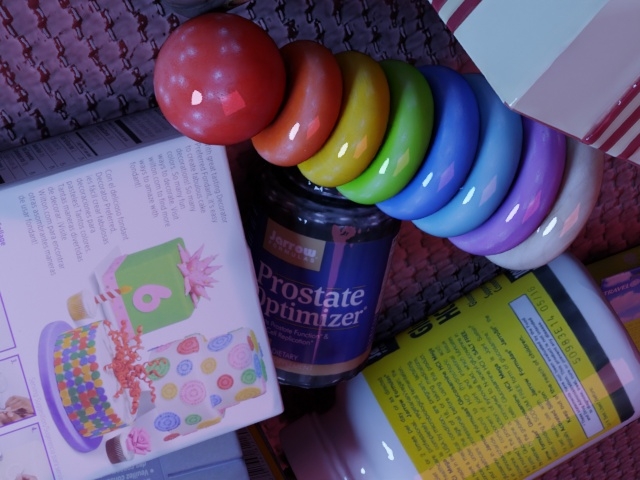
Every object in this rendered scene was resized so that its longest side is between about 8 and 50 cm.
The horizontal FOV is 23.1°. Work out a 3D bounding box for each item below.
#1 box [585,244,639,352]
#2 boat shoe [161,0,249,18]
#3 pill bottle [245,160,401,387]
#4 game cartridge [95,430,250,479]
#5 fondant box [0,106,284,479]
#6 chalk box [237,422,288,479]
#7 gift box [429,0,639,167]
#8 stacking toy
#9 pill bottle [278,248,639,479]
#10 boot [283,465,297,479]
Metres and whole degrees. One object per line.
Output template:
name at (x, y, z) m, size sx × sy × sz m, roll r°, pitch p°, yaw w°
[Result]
box at (0.321, 0.067, 1.648) m, size 0.109 × 0.042 × 0.178 m, roll -20°, pitch 143°, yaw -14°
boat shoe at (0.032, -0.247, 1.026) m, size 0.342 × 0.123 × 0.123 m, roll -30°, pitch 152°, yaw 7°
pill bottle at (0.000, 0.000, 1.271) m, size 0.123 × 0.123 × 0.219 m, roll -7°, pitch 125°, yaw -28°
game cartridge at (-0.238, 0.189, 1.267) m, size 0.355 × 0.230 × 0.068 m, roll -11°, pitch 173°, yaw -23°
fondant box at (-0.213, 0.060, 1.152) m, size 0.330 × 0.096 × 0.238 m, roll -17°, pitch 112°, yaw -14°
chalk box at (-0.162, 0.301, 1.488) m, size 0.179 × 0.180 × 0.289 m, roll -4°, pitch 136°, yaw -31°
gift box at (0.241, -0.207, 1.083) m, size 0.255 × 0.276 × 0.258 m, roll 12°, pitch 126°, yaw -49°
stacking toy at (0.037, -0.083, 1.105) m, size 0.330 × 0.141 × 0.141 m, roll 17°, pitch 125°, yaw -30°
pill bottle at (0.137, 0.162, 1.515) m, size 0.334 × 0.188 × 0.188 m, roll -30°, pitch 144°, yaw 1°
boot at (0.060, 0.233, 1.667) m, size 0.219 × 0.082 × 0.106 m, roll 18°, pitch 102°, yaw -40°
